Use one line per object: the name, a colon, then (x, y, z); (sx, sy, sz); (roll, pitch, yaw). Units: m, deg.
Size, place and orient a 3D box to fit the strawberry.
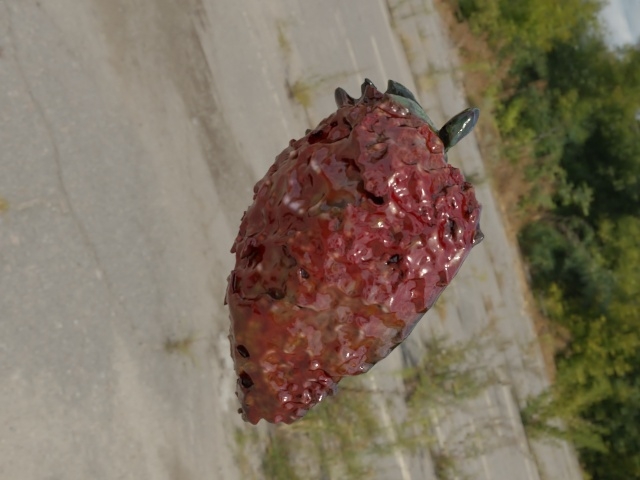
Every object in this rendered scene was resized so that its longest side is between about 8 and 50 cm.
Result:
strawberry: (0.001, -0.003, 0.512); (0.085, 0.192, 0.140); (32, 31, -42)
